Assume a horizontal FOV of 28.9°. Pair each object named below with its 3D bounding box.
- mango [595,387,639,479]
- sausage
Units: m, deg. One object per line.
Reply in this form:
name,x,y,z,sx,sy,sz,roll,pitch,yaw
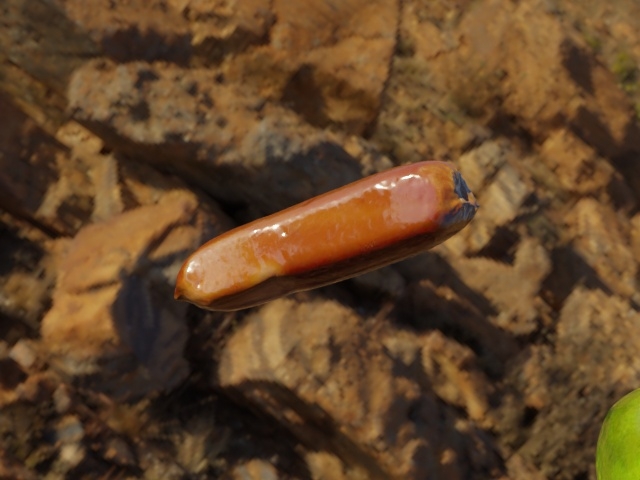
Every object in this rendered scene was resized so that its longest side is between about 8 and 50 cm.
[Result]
mango,0.195,0.134,0.638,0.178,0.100,0.119,-52,133,-76
sausage,0.000,0.000,1.155,0.089,0.300,0.083,-6,78,-73
